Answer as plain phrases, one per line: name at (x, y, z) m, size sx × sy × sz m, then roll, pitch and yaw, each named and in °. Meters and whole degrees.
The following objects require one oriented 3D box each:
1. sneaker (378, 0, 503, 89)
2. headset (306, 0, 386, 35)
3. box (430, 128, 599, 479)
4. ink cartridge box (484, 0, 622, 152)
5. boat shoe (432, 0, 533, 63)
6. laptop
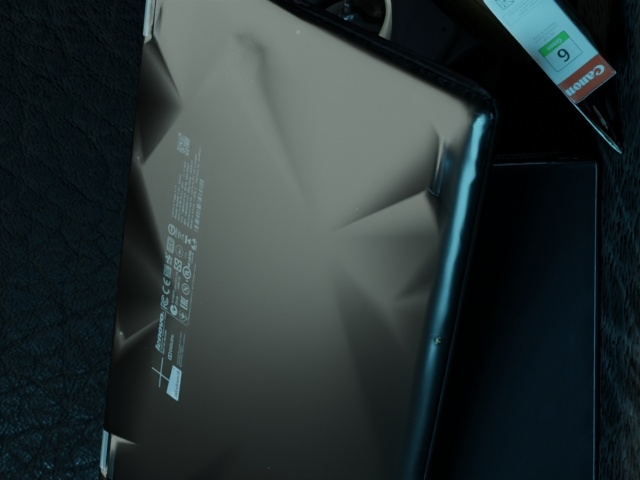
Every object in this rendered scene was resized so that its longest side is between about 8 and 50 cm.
sneaker at (0.093, -0.181, 1.226) m, size 0.129 × 0.111 × 0.297 m, roll -168°, pitch 77°, yaw -64°
headset at (0.067, -0.204, 1.535) m, size 0.394 × 0.185 × 0.243 m, roll 65°, pitch -157°, yaw -58°
box at (0.100, 0.072, 1.020) m, size 0.184 × 0.103 × 0.261 m, roll -95°, pitch 4°, yaw -81°
ink cartridge box at (0.123, -0.102, 0.867) m, size 0.115 × 0.029 × 0.063 m, roll 44°, pitch -163°, yaw -23°
boat shoe at (0.078, -0.221, 1.079) m, size 0.113 × 0.103 × 0.302 m, roll 48°, pitch -177°, yaw -43°
laptop at (0.000, 0.000, 1.069) m, size 0.408 × 0.236 × 0.382 m, roll 31°, pitch 124°, yaw 39°
